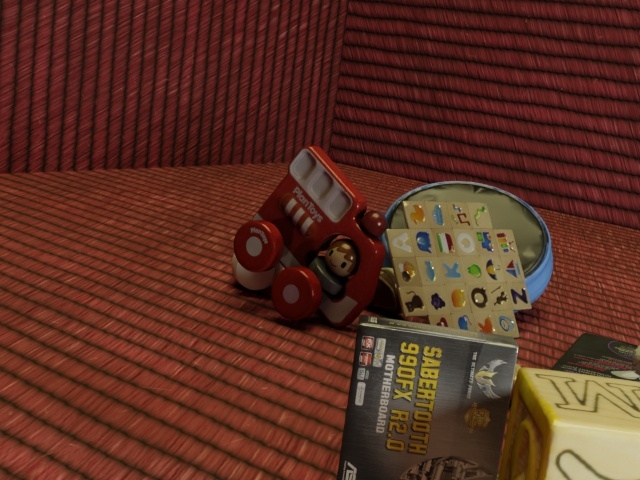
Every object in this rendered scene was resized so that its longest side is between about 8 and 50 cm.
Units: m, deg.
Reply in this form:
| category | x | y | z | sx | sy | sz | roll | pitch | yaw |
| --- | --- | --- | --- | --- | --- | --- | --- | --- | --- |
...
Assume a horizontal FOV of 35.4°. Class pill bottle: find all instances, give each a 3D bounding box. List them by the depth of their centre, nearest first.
| category | x | y | z | sx | sy | sz | roll | pitch | yaw |
| --- | --- | --- | --- | --- | --- | --- | --- | --- | --- |
| pill bottle | -0.131 | 0.043 | 2.116 | 0.108 | 0.108 | 0.193 | 7 | 12 | -1 |

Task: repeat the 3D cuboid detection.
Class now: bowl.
| category | x | y | z | sx | sy | sz | roll | pitch | yaw |
| --- | --- | --- | --- | --- | --- | --- | --- | --- | --- |
| bowl | 0.314 | 0.008 | 2.185 | 0.390 | 0.077 | 0.391 | 1 | 42 | -1 |

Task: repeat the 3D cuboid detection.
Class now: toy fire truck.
| category | x | y | z | sx | sy | sz | roll | pitch | yaw |
| --- | --- | --- | --- | --- | --- | --- | --- | --- | --- |
| toy fire truck | 0.000 | 0.000 | 1.914 | 0.302 | 0.254 | 0.169 | 49 | 27 | 22 |

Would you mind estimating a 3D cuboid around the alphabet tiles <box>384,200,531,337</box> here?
| category | x | y | z | sx | sy | sz | roll | pitch | yaw |
| --- | --- | --- | --- | --- | --- | --- | --- | --- | --- |
| alphabet tiles | 0.273 | 0.059 | 1.954 | 0.342 | 0.285 | 0.011 | 0 | -18 | -37 |

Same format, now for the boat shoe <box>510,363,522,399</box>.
| category | x | y | z | sx | sy | sz | roll | pitch | yaw |
| --- | --- | --- | --- | --- | --- | --- | --- | --- | --- |
| boat shoe | 0.286 | 0.224 | 1.638 | 0.059 | 0.063 | 0.170 | 3 | 3 | -8 |

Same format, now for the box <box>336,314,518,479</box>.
| category | x | y | z | sx | sy | sz | roll | pitch | yaw |
| --- | --- | --- | --- | --- | --- | --- | --- | --- | --- |
| box | 0.118 | 0.213 | 1.156 | 0.183 | 0.231 | 0.056 | 9 | 8 | 3 |

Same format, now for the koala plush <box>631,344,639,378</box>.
| category | x | y | z | sx | sy | sz | roll | pitch | yaw |
| --- | --- | --- | --- | --- | --- | --- | --- | --- | --- |
| koala plush | 0.522 | 0.125 | 1.305 | 0.221 | 0.196 | 0.203 | 14 | 44 | -41 |

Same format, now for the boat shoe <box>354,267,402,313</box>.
| category | x | y | z | sx | sy | sz | roll | pitch | yaw |
| --- | --- | --- | --- | --- | --- | --- | --- | --- | --- |
| boat shoe | 0.103 | 0.102 | 2.068 | 0.095 | 0.095 | 0.257 | -11 | 10 | -15 |

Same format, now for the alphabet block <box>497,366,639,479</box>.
| category | x | y | z | sx | sy | sz | roll | pitch | yaw |
| --- | --- | --- | --- | --- | --- | --- | --- | --- | --- |
| alphabet block | 0.319 | 0.268 | 1.127 | 0.197 | 0.193 | 0.193 | 8 | 10 | -1 |

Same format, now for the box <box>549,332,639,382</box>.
| category | x | y | z | sx | sy | sz | roll | pitch | yaw |
| --- | --- | --- | --- | --- | --- | --- | --- | --- | --- |
| box | 0.405 | 0.243 | 1.402 | 0.165 | 0.143 | 0.270 | 13 | 13 | 24 |

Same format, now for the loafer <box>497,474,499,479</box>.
| category | x | y | z | sx | sy | sz | roll | pitch | yaw |
| --- | --- | --- | --- | --- | --- | --- | --- | --- | --- |
| loafer | 0.169 | 0.304 | 1.248 | 0.125 | 0.039 | 0.045 | 9 | -22 | -4 |
